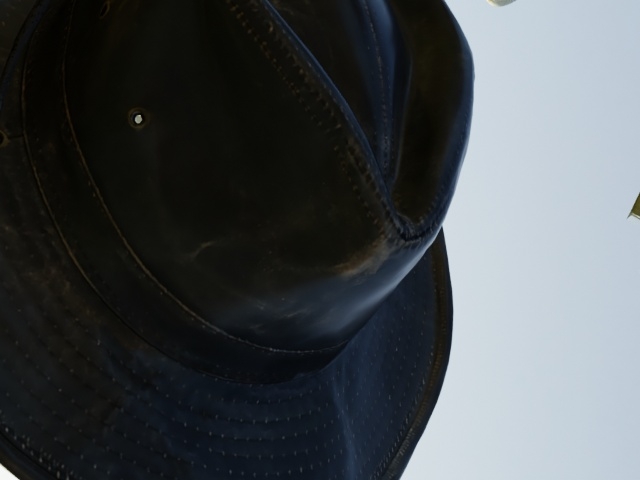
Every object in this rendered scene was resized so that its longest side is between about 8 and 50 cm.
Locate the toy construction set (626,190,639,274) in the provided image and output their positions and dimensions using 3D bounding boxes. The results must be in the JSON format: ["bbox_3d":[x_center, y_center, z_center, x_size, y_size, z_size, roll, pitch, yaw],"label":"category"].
[{"bbox_3d":[0.176,-0.064,0.267,0.328,0.151,0.215,121,-39,-75],"label":"toy construction set"}]

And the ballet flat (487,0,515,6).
[{"bbox_3d":[0.192,-0.251,1.080,0.173,0.057,0.049,-46,-129,46],"label":"ballet flat"}]

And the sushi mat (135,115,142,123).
[{"bbox_3d":[-0.152,-0.139,0.900,0.019,0.316,0.151,-27,-98,38],"label":"sushi mat"}]

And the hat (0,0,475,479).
[{"bbox_3d":[-0.014,-0.047,0.520,0.134,0.331,0.331,-30,-132,39],"label":"hat"}]
